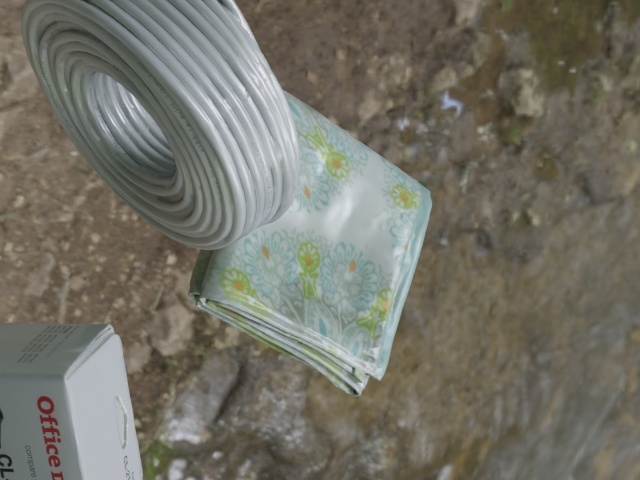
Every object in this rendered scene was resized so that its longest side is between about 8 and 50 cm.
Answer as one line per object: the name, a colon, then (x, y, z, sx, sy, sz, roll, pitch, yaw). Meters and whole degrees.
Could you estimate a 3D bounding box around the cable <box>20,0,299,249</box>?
cable: (-0.126, -0.105, 0.686, 0.089, 0.257, 0.257, -43, 107, -27)

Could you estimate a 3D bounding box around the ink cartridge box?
ink cartridge box: (-0.217, 0.123, 0.562, 0.072, 0.175, 0.127, -61, 148, -68)

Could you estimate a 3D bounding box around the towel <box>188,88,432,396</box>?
towel: (0.000, 0.000, 1.276, 0.320, 0.090, 0.374, 33, 59, -27)
